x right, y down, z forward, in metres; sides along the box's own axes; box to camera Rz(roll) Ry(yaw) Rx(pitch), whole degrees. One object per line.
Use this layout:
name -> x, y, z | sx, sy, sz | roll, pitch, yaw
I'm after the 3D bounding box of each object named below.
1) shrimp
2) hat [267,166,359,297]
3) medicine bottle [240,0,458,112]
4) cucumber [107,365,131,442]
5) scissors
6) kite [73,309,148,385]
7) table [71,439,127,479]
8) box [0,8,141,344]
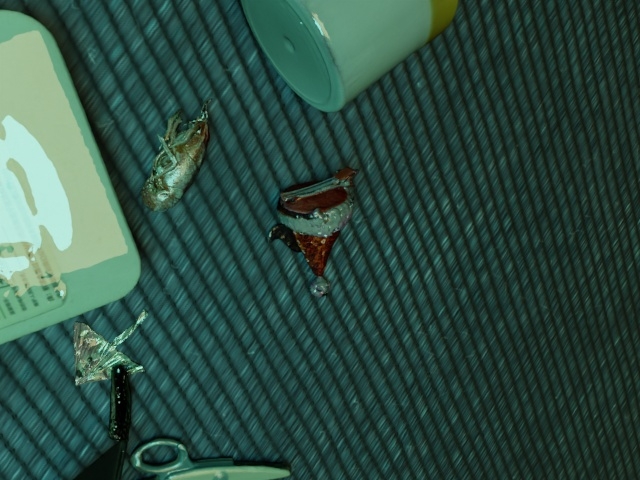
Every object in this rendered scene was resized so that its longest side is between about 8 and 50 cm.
shrimp -> -0.210, -0.131, 0.799 | 0.073, 0.075, 0.190 | 27, 95, -7
hat -> 0.000, -0.002, 0.914 | 0.140, 0.128, 0.228 | -34, 133, -38
medicine bottle -> 0.038, -0.347, 0.770 | 0.231, 0.238, 0.238 | -39, 114, -11
cucumber -> -0.317, 0.264, 0.848 | 0.034, 0.033, 0.135 | -9, 111, -63
scissors -> -0.188, 0.410, 0.932 | 0.288, 0.041, 0.138 | 8, 99, -22
kite -> -0.330, 0.169, 0.837 | 0.157, 0.011, 0.139 | -46, 117, -9
table -> -0.446, 0.337, 0.673 | 0.282, 0.196, 0.251 | -39, 114, 8
box -> -0.476, -0.050, 0.670 | 0.396, 0.111, 0.396 | -21, 108, -19
